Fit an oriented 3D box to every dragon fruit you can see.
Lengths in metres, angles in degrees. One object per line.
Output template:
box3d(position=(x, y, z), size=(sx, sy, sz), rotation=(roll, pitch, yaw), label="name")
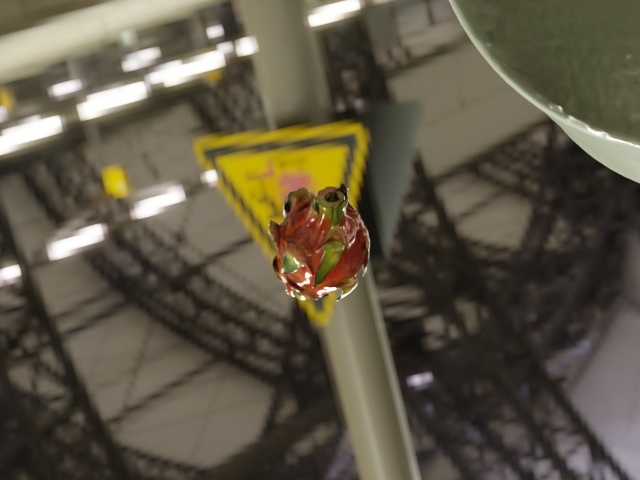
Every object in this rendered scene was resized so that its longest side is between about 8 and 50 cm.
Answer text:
box3d(position=(0.000, -0.002, 1.594), size=(0.081, 0.116, 0.086), rotation=(-8, -138, -16), label="dragon fruit")

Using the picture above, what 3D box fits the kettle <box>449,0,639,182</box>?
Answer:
box3d(position=(0.145, -0.144, 0.838), size=(0.205, 0.265, 0.318), rotation=(-42, 172, 11), label="kettle")
